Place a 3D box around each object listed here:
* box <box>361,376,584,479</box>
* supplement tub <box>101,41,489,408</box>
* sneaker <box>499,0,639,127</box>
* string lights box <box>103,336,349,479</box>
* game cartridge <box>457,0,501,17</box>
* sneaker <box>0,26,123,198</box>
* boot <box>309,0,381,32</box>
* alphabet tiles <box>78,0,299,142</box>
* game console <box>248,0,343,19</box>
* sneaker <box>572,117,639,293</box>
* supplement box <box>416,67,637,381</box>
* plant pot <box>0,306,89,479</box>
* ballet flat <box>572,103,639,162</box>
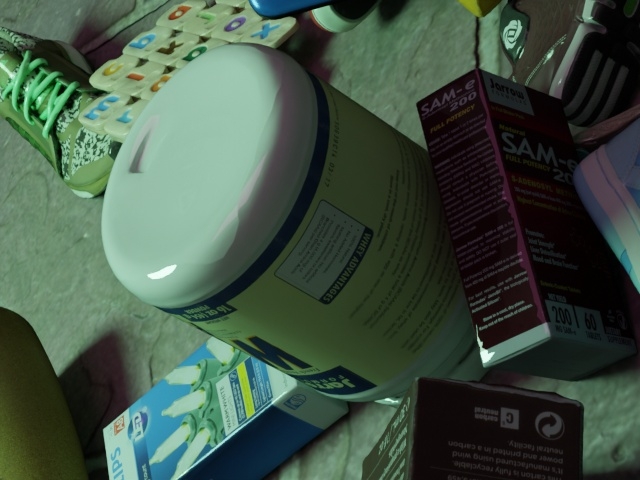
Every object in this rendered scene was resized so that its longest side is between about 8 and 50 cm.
[{"bbox_3d":[0.096,0.313,1.168,0.191,0.143,0.381,113,164,-59],"label":"box"},{"bbox_3d":[0.000,0.000,1.395,0.235,0.325,0.235,-28,46,35],"label":"supplement tub"},{"bbox_3d":[0.242,-0.246,1.473,0.162,0.106,0.281,21,83,56],"label":"sneaker"},{"bbox_3d":[-0.098,0.179,1.595,0.260,0.077,0.133,-41,41,23],"label":"string lights box"},{"bbox_3d":[0.135,-0.404,1.594,0.285,0.052,0.324,-45,65,-8],"label":"game cartridge"},{"bbox_3d":[-0.357,-0.181,2.055,0.158,0.182,0.410,-58,37,1],"label":"sneaker"},{"bbox_3d":[-0.007,-0.309,1.822,0.176,0.088,0.244,-22,42,40],"label":"boot"},{"bbox_3d":[-0.150,-0.214,1.882,0.284,0.021,0.278,-44,32,-18],"label":"alphabet tiles"},{"bbox_3d":[0.053,-0.368,1.731,0.293,0.173,0.250,-15,80,6],"label":"game console"},{"bbox_3d":[0.329,-0.029,1.203,0.208,0.127,0.319,-48,39,18],"label":"sneaker"},{"bbox_3d":[0.168,-0.011,1.324,0.073,0.130,0.239,-30,63,35],"label":"supplement box"},{"bbox_3d":[-0.358,0.240,1.761,0.237,0.237,0.254,-52,52,10],"label":"plant pot"},{"bbox_3d":[0.250,-0.079,1.402,0.168,0.057,0.052,-24,19,34],"label":"ballet flat"}]
